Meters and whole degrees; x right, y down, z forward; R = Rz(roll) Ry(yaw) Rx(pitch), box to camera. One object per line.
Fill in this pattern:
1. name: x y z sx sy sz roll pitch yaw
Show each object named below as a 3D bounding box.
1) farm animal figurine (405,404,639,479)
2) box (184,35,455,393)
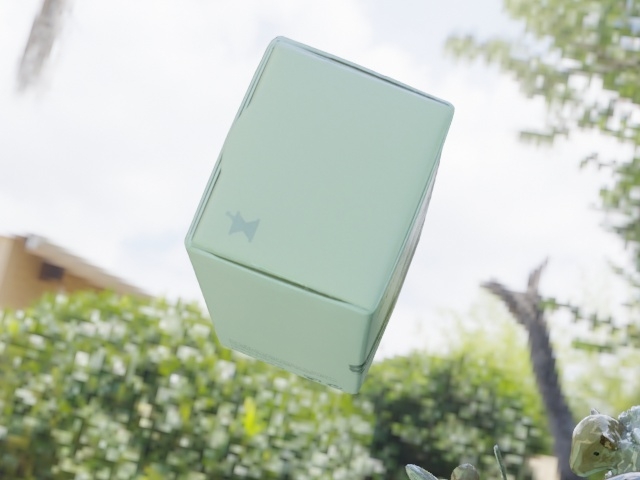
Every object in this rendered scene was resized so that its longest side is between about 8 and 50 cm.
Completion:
1. farm animal figurine: 0.117 0.229 1.027 0.327 0.330 0.172 -26 -66 27
2. box: 0.000 0.000 0.838 0.094 0.113 0.275 21 -11 4
